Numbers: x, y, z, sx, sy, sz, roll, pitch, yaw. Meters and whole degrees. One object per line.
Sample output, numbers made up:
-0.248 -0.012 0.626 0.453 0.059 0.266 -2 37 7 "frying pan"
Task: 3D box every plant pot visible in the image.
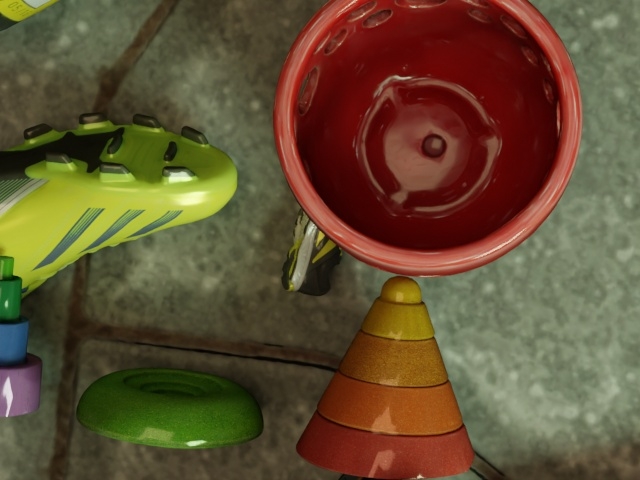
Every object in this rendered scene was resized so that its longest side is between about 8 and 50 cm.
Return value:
0.068 -0.070 1.286 0.191 0.174 0.191 0 86 2 "plant pot"

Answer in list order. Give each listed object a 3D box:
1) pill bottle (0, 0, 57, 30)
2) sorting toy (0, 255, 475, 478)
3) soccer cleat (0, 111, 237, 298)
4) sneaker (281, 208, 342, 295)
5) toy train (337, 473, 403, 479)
-0.139 -0.284 1.323 0.334 0.188 0.188 -26 86 9 "pill bottle"
-0.072 0.070 1.331 0.365 0.127 0.126 7 99 9 "sorting toy"
-0.197 -0.014 1.395 0.289 0.093 0.121 -7 119 5 "soccer cleat"
0.000 0.000 1.381 0.035 0.031 0.083 23 83 -22 "sneaker"
-0.014 0.294 1.298 0.142 0.190 0.334 36 98 -10 "toy train"
